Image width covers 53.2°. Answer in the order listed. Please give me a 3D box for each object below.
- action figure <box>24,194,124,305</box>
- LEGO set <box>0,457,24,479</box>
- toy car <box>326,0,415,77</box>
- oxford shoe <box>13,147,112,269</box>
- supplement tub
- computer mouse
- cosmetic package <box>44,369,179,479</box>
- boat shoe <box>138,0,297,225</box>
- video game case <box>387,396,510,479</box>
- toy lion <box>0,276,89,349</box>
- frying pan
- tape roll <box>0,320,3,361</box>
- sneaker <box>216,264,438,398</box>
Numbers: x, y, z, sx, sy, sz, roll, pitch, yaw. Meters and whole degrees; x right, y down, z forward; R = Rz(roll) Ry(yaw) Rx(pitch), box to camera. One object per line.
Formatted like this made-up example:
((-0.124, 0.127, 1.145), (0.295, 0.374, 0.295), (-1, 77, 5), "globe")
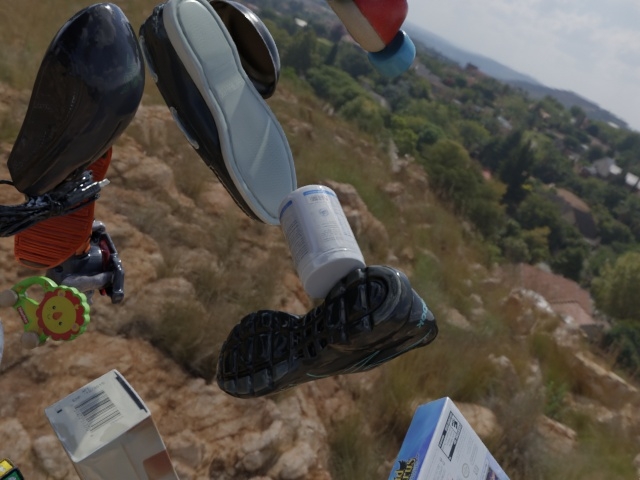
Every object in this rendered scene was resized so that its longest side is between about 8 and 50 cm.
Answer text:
((-0.532, -0.011, 1.350), (0.178, 0.331, 0.341), (-10, 27, -27), "action figure")
((-0.388, 0.224, 0.543), (0.244, 0.060, 0.182), (-2, 31, 13), "LEGO set")
((0.113, -0.420, 0.970), (0.219, 0.238, 0.210), (39, 20, -46), "toy car")
((-0.375, -0.074, 0.941), (0.096, 0.271, 0.098), (20, 27, -32), "oxford shoe")
((0.000, 0.000, 0.679), (0.070, 0.071, 0.107), (11, 44, -35), "supplement tub")
((-0.249, -0.113, 0.676), (0.072, 0.272, 0.188), (35, 28, 5), "computer mouse")
((-0.317, 0.381, 1.046), (0.129, 0.296, 0.153), (-30, 38, -28), "cosmetic package")
((-0.127, -0.154, 0.813), (0.091, 0.303, 0.114), (-13, 13, 41), "boat shoe")
((0.176, 0.385, 0.821), (0.244, 0.061, 0.269), (53, 38, -10), "video game case")
((-0.353, 0.090, 0.834), (0.100, 0.096, 0.034), (60, 3, 5), "toy lion")
((-0.146, -0.321, 1.229), (0.197, 0.326, 0.053), (42, 66, 17), "frying pan")
((-0.594, 0.150, 0.875), (0.246, 0.246, 0.169), (40, -12, 33), "tape roll")
((0.001, 0.118, 0.683), (0.106, 0.267, 0.101), (35, 43, -41), "sneaker")
